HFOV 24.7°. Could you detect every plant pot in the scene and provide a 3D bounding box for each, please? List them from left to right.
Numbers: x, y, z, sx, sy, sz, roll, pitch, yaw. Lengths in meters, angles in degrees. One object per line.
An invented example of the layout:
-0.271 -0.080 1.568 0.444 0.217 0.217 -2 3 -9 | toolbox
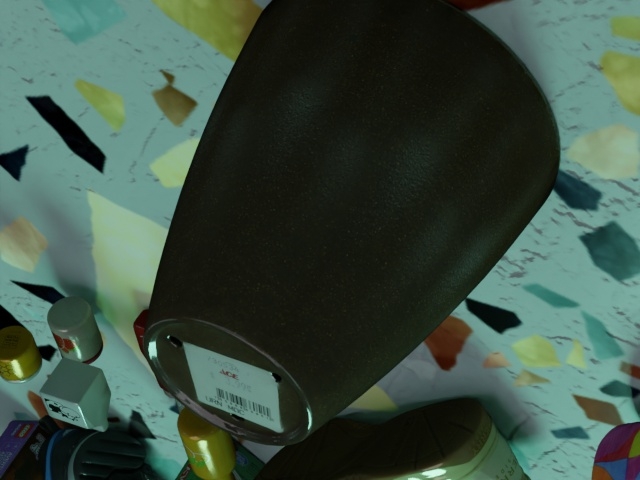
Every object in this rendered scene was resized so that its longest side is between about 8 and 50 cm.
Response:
0.000 0.000 0.863 0.215 0.230 0.215 21 145 16 | plant pot

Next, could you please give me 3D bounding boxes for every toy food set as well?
-0.165 0.131 1.264 0.232 0.111 0.104 14 142 21 | toy food set

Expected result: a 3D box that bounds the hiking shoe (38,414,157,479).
-0.214 0.329 1.508 0.132 0.113 0.304 8 108 52 | hiking shoe

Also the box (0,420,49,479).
-0.284 0.364 1.573 0.057 0.201 0.293 -5 132 43 | box

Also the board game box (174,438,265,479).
-0.034 0.355 1.352 0.317 0.213 0.046 42 145 -13 | board game box

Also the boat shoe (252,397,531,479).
0.044 0.204 1.197 0.285 0.104 0.089 -18 119 48 | boat shoe

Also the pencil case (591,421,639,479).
0.287 0.152 0.946 0.104 0.104 0.236 46 145 -19 | pencil case
